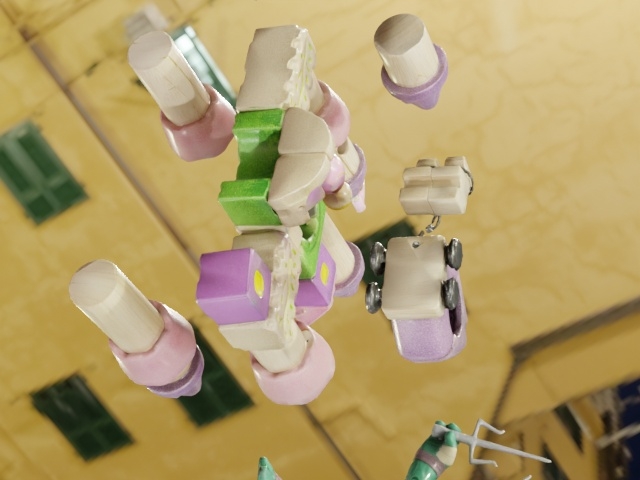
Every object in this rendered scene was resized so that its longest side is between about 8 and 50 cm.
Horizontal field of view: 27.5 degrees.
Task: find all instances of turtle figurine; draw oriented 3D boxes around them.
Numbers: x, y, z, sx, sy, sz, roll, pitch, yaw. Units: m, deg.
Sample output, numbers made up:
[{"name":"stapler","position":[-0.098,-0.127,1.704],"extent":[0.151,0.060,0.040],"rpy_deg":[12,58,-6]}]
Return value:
[{"name":"turtle figurine","position":[0.069,0.213,0.978],"extent":[0.234,0.118,0.175],"rpy_deg":[1,-167,-6]}]

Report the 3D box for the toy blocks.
[{"name":"toy blocks","position":[0.000,0.000,1.079],"extent":[0.309,0.260,0.288],"rpy_deg":[-3,-121,20]}]
